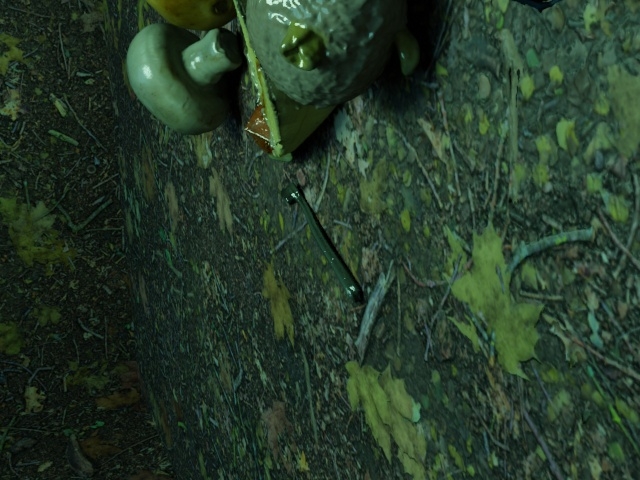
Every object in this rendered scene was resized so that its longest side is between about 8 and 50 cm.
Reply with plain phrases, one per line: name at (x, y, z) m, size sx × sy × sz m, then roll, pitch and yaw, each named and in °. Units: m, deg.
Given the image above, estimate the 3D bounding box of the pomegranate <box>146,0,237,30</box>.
pomegranate at (-0.217, -0.477, 1.609) m, size 0.233 × 0.233 × 0.233 m, roll 170°, pitch 90°, yaw -69°

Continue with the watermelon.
watermelon at (-0.085, -0.202, 1.572) m, size 0.125 × 0.094 × 0.135 m, roll -179°, pitch 84°, yaw -78°

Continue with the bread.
bread at (-0.094, -0.256, 1.454) m, size 0.178 × 0.135 × 0.240 m, roll -45°, pitch 57°, yaw 44°

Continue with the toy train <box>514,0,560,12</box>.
toy train at (0.122, -0.331, 0.696) m, size 0.188 × 0.300 × 0.265 m, roll -102°, pitch 29°, yaw -48°

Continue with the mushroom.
mushroom at (-0.253, -0.343, 1.833) m, size 0.243 × 0.243 × 0.244 m, roll 170°, pitch 90°, yaw -69°

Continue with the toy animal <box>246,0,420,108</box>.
toy animal at (0.002, -0.287, 1.173) m, size 0.358 × 0.188 × 0.227 m, roll 140°, pitch 123°, yaw -67°

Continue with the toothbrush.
toothbrush at (0.000, 0.000, 1.534) m, size 0.297 × 0.030 × 0.030 m, roll 58°, pitch 176°, yaw 42°
